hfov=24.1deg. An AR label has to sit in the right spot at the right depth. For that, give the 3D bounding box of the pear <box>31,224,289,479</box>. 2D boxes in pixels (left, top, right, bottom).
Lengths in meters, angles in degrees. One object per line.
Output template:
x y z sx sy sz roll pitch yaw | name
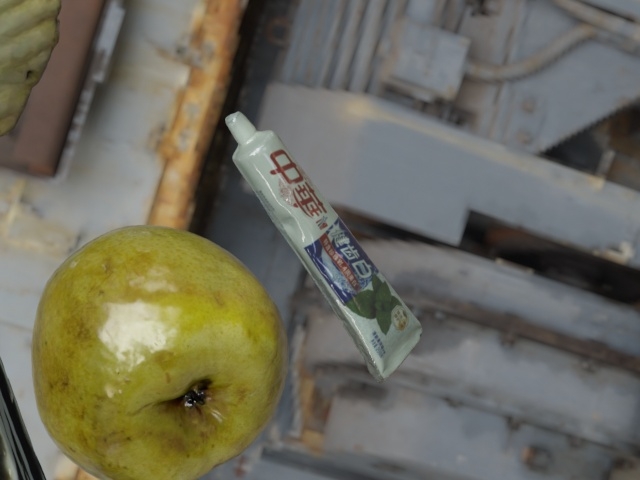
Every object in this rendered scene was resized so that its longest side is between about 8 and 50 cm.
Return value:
-0.187 0.121 1.704 0.304 0.304 0.304 -162 90 -76 | pear

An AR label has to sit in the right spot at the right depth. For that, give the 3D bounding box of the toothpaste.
0.000 0.000 1.122 0.060 0.233 0.038 -44 17 -30 | toothpaste

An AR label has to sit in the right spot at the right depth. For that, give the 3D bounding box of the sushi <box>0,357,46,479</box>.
-0.127 0.056 0.443 0.343 0.064 0.359 100 147 -61 | sushi

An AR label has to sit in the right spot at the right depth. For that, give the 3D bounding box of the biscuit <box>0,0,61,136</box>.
-0.267 -0.156 0.974 0.187 0.273 0.036 -38 57 12 | biscuit
